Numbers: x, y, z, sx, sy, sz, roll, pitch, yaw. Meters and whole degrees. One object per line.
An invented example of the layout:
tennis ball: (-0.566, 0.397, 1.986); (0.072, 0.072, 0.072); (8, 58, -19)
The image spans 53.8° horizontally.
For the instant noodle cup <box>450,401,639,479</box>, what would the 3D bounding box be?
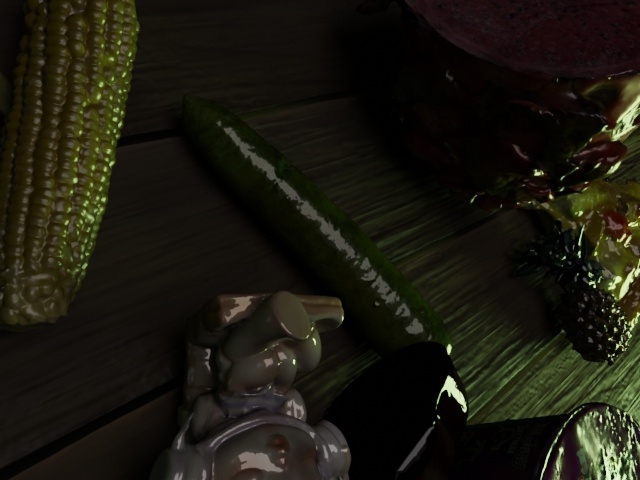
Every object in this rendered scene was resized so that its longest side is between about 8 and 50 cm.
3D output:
instant noodle cup: (0.183, 0.277, 0.584); (0.251, 0.190, 0.251); (12, 71, -38)

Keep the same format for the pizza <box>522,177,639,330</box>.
pizza: (0.396, -0.013, 0.914); (0.288, 0.075, 0.279); (24, 70, -27)

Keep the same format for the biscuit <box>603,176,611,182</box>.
biscuit: (0.444, -0.080, 1.016); (0.089, 0.027, 0.087); (22, 65, -34)

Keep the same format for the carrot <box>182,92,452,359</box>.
carrot: (0.000, 0.000, 0.595); (0.358, 0.074, 0.074); (47, 53, -16)

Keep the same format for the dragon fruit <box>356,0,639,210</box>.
dragon fruit: (0.224, -0.174, 0.727); (0.296, 0.314, 0.263); (-43, 151, -25)

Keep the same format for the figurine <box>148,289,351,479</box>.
figurine: (-0.042, 0.160, 0.460); (0.163, 0.141, 0.236); (11, 71, -33)

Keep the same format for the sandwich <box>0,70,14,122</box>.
sandwich: (-0.245, -0.113, 0.435); (0.083, 0.044, 0.030); (20, 61, -37)

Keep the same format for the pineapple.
pineapple: (0.344, 0.082, 0.847); (0.221, 0.103, 0.083); (58, 28, -15)

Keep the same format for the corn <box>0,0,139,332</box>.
corn: (-0.185, -0.078, 0.449); (0.087, 0.086, 0.288); (17, 69, -36)

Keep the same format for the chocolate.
chocolate: (0.072, 0.175, 0.562); (0.080, 0.125, 0.148); (49, 43, -24)
